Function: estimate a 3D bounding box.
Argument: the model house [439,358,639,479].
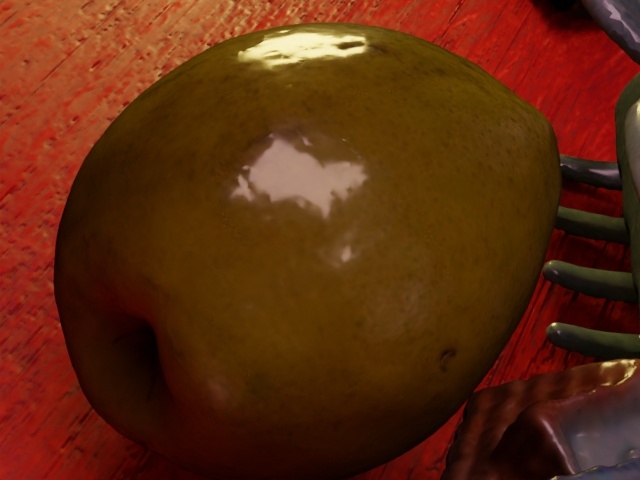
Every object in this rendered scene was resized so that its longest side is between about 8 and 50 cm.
[{"bbox_3d":[0.140,0.167,0.673,0.329,0.251,0.295,23,46,6],"label":"model house"}]

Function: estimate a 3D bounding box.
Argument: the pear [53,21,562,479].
[{"bbox_3d":[0.000,0.000,0.741,0.253,0.253,0.307,44,54,17],"label":"pear"}]

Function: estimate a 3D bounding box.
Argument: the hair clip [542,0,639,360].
[{"bbox_3d":[0.277,-0.017,0.877,0.392,0.238,0.318,15,46,-11],"label":"hair clip"}]

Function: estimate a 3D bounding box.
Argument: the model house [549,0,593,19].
[{"bbox_3d":[0.305,-0.339,1.228,0.291,0.184,0.253,-1,47,-29],"label":"model house"}]
